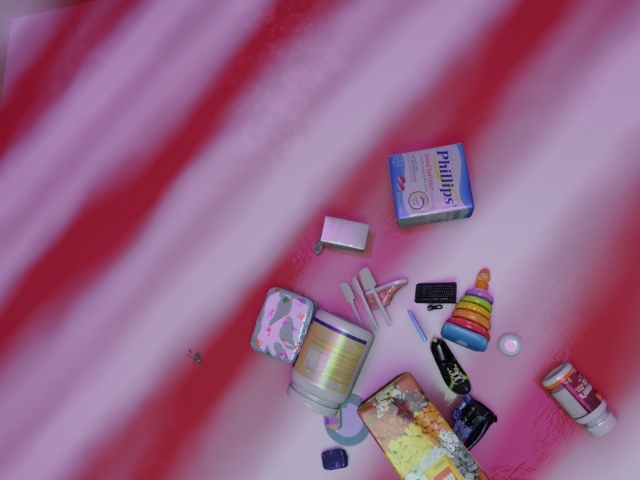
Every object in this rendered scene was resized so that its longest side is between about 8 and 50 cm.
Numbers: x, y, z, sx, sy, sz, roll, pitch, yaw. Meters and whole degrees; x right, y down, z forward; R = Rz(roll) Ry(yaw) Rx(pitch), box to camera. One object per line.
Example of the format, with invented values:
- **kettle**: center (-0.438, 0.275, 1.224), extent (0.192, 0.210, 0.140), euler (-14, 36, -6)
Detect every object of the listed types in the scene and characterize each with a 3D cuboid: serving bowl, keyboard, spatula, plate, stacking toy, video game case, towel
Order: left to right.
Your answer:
- **towel**: center (0.046, 0.674, 1.737), extent (0.060, 0.009, 0.084), euler (-7, 78, 12)
- **plate**: center (0.104, 0.682, 1.739), extent (0.187, 0.024, 0.188), euler (-3, 78, 14)
- **spatula**: center (0.175, 0.244, 1.781), extent (0.168, 0.019, 0.242), euler (-34, 70, 32)
- **video game case**: center (0.357, 0.314, 1.680), extent (0.015, 0.166, 0.119), euler (-29, 73, 7)
- **keyboard**: center (0.428, 0.211, 1.711), extent (0.180, 0.023, 0.108), euler (-9, 72, 49)
- **stacking toy**: center (0.567, 0.239, 1.673), extent (0.165, 0.175, 0.302), euler (20, 70, 18)
- **serving bowl**: center (0.688, 0.382, 1.659), extent (0.083, 0.027, 0.084), euler (-3, 78, 13)

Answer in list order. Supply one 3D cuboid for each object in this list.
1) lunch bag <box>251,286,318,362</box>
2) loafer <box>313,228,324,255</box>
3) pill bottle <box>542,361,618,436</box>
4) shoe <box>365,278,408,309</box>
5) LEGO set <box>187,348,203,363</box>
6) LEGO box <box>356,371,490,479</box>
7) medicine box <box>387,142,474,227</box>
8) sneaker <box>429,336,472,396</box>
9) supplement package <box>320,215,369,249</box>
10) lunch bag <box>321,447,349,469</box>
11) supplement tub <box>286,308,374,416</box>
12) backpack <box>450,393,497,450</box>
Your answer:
- **lunch bag**: center (-0.138, 0.344, 1.826), extent (0.223, 0.108, 0.280), euler (17, 84, 13)
- **loafer**: center (0.000, 0.000, 1.901), extent (0.045, 0.039, 0.125), euler (23, 84, 16)
- **pill bottle**: center (0.869, 0.532, 1.534), extent (0.121, 0.121, 0.221), euler (-40, 72, 3)
- **shoe**: center (0.267, 0.211, 1.782), extent (0.177, 0.063, 0.081), euler (-22, 75, 14)
- **LEGO set**: center (-0.533, 0.494, 1.933), extent (0.083, 0.023, 0.054), euler (10, 81, 15)
- **LEGO box**: center (0.300, 0.630, 1.445), extent (0.193, 0.500, 0.373), euler (-35, 72, -5)
- **medicine box**: center (0.427, -0.211, 1.786), extent (0.288, 0.149, 0.264), euler (-9, 76, 13)
- **sneaker**: center (0.464, 0.461, 1.660), extent (0.084, 0.097, 0.235), euler (-33, 73, 5)
- **supplement package**: center (0.095, -0.023, 1.829), extent (0.179, 0.105, 0.105), euler (12, 80, 1)
- **lunch bag**: center (0.058, 0.814, 1.701), extent (0.098, 0.065, 0.067), euler (-15, 60, 11)
- **supplement tub**: center (0.033, 0.448, 1.693), extent (0.240, 0.241, 0.332), euler (23, 84, 17)
- **backpack**: center (0.510, 0.639, 1.582), extent (0.116, 0.158, 0.173), euler (36, 91, 36)
